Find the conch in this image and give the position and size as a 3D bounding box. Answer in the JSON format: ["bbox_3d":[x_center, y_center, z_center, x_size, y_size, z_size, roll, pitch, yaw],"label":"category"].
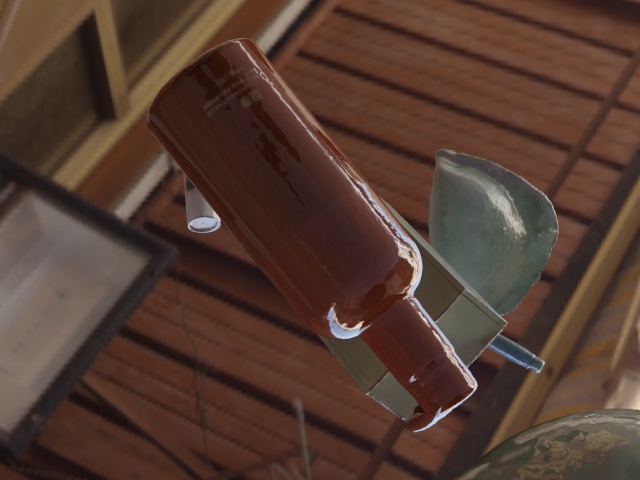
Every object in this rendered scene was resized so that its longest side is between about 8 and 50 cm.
[{"bbox_3d":[0.161,0.154,0.652,0.221,0.185,0.121,22,-127,35],"label":"conch"}]

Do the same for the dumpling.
[{"bbox_3d":[0.201,-0.014,1.682,0.149,0.105,0.216,-9,-96,-25],"label":"dumpling"}]

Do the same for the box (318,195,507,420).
[{"bbox_3d":[0.057,0.050,1.301,0.129,0.086,0.225,-47,-138,6],"label":"box"}]

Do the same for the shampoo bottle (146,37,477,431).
[{"bbox_3d":[0.001,-0.001,0.778,0.085,0.085,0.244,-34,-98,-22],"label":"shampoo bottle"}]

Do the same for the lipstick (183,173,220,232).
[{"bbox_3d":[-0.142,-0.080,1.604,0.040,0.040,0.141,-6,-116,-3],"label":"lipstick"}]

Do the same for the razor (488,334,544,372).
[{"bbox_3d":[0.182,0.106,1.490,0.135,0.040,0.068,30,-115,11],"label":"razor"}]
